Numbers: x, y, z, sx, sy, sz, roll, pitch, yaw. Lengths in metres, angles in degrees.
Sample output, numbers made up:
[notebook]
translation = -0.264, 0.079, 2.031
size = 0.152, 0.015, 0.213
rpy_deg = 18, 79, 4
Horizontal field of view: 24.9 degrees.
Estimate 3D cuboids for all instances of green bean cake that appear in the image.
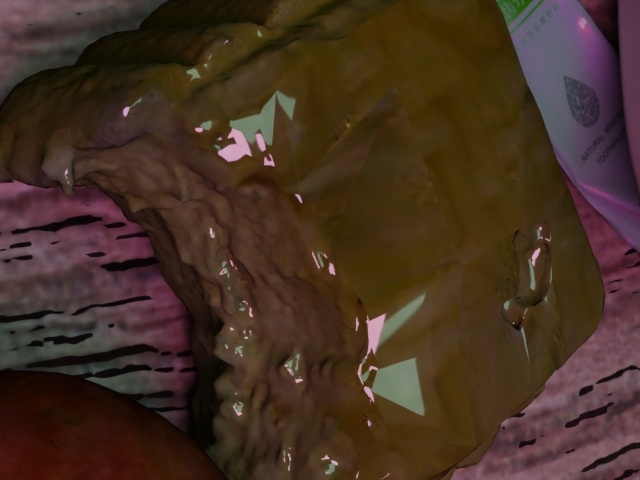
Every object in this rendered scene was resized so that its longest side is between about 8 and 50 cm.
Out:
[green bean cake]
translation = 0.000, 0.000, 0.634
size = 0.233, 0.124, 0.236
rpy_deg = -36, 113, -30

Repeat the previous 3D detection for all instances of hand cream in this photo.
[hand cream]
translation = 0.143, -0.087, 0.813
size = 0.275, 0.050, 0.079
rpy_deg = 51, 33, -13

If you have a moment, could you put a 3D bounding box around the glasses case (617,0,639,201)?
[glasses case]
translation = 0.222, -0.097, 0.806
size = 0.113, 0.075, 0.296
rpy_deg = 28, 50, -30

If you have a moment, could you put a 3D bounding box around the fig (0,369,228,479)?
[fig]
translation = -0.115, 0.131, 0.531
size = 0.205, 0.205, 0.205
rpy_deg = 5, 82, -34
